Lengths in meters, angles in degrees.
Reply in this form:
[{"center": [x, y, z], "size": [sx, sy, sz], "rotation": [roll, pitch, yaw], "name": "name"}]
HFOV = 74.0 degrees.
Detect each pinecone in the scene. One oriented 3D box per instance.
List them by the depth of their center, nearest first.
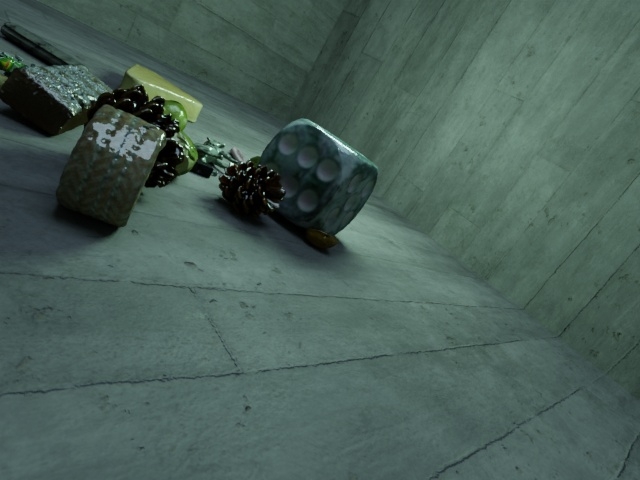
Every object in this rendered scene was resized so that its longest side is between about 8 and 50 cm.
[{"center": [-0.463, -0.244, 1.067], "size": [0.243, 0.244, 0.257], "rotation": [-16, 93, -68], "name": "pinecone"}, {"center": [-0.208, -0.158, 1.348], "size": [0.212, 0.168, 0.185], "rotation": [22, 29, 13], "name": "pinecone"}]

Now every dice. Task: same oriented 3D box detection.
[{"center": [-0.014, -0.230, 1.578], "size": [0.328, 0.330, 0.348], "rotation": [39, 16, 20], "name": "dice"}]

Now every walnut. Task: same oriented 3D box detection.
[{"center": [0.000, 0.000, 1.457], "size": [0.121, 0.052, 0.091], "rotation": [22, -8, -13], "name": "walnut"}]

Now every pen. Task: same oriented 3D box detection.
[{"center": [-0.371, -0.382, 1.913], "size": [0.053, 0.032, 0.197], "rotation": [19, 23, -35], "name": "pen"}]

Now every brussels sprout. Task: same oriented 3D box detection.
[{"center": [-0.447, -0.269, 1.275], "size": [0.144, 0.161, 0.180], "rotation": [-16, 54, -26], "name": "brussels sprout"}, {"center": [-0.601, -0.500, 1.689], "size": [0.152, 0.122, 0.149], "rotation": [36, 15, 10], "name": "brussels sprout"}]

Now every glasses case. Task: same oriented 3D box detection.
[{"center": [-1.058, -0.730, 1.638], "size": [0.299, 0.060, 0.114], "rotation": [31, 17, -2], "name": "glasses case"}]

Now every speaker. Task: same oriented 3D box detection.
[{"center": [-0.459, -0.268, 1.432], "size": [0.191, 0.040, 0.046], "rotation": [19, 19, -34], "name": "speaker"}]

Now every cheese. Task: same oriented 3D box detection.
[{"center": [-0.774, -0.690, 1.945], "size": [0.384, 0.104, 0.384], "rotation": [29, 18, -10], "name": "cheese"}]

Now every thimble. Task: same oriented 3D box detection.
[{"center": [-0.424, -0.153, 0.868], "size": [0.148, 0.229, 0.196], "rotation": [24, -8, -24], "name": "thimble"}]

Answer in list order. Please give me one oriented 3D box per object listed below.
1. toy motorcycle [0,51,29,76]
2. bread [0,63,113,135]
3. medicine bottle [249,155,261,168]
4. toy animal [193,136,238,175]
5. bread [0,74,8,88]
[{"center": [-0.885, -0.496, 1.269], "size": [0.106, 0.074, 0.190], "rotation": [35, 2, 27], "name": "toy motorcycle"}, {"center": [-0.728, -0.419, 1.230], "size": [0.165, 0.113, 0.416], "rotation": [42, 12, -22], "name": "bread"}, {"center": [-0.201, -0.271, 1.752], "size": [0.124, 0.124, 0.239], "rotation": [39, 18, 22], "name": "medicine bottle"}, {"center": [-0.397, -0.317, 1.611], "size": [0.170, 0.089, 0.255], "rotation": [26, 15, -5], "name": "toy animal"}, {"center": [-0.855, -0.416, 1.180], "size": [0.154, 0.028, 0.068], "rotation": [42, 18, 25], "name": "bread"}]
